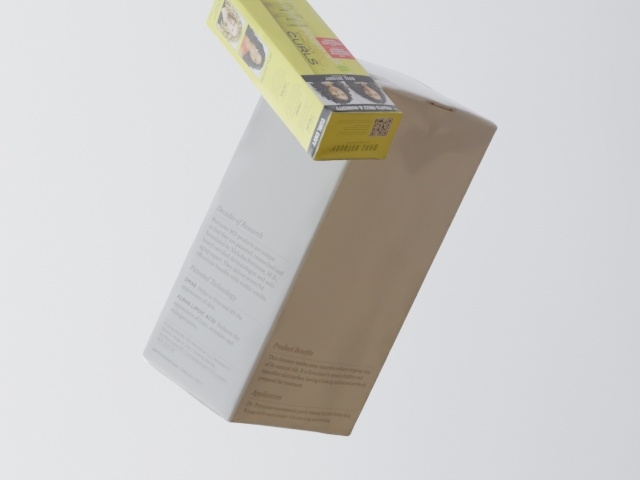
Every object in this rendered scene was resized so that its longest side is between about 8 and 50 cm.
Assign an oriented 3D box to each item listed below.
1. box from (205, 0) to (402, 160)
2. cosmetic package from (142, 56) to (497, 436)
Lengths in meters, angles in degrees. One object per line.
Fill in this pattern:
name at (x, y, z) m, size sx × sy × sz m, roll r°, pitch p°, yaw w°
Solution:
box at (-0.018, -0.164, 1.862) m, size 0.087 × 0.232 × 0.058 m, roll -2°, pitch -51°, yaw -33°
cosmetic package at (0.000, 0.000, 2.063) m, size 0.217 × 0.156 × 0.385 m, roll 16°, pitch -79°, yaw -51°
